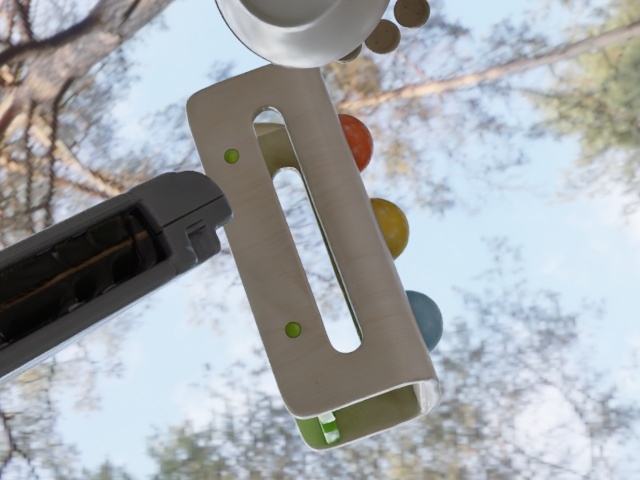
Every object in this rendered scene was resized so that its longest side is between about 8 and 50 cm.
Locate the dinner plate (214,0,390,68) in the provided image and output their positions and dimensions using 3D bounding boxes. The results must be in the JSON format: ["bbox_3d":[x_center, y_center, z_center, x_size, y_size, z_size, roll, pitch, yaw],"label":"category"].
[{"bbox_3d":[-0.016,-0.172,0.843,0.017,0.141,0.141,-12,-93,-54],"label":"dinner plate"}]

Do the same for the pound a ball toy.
[{"bbox_3d":[0.000,0.000,1.146,0.136,0.208,0.319,-19,-111,-1],"label":"pound a ball toy"}]

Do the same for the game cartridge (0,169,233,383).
[{"bbox_3d":[-0.189,0.063,0.668,0.297,0.198,0.062,-32,-84,-54],"label":"game cartridge"}]

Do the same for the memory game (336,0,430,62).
[{"bbox_3d":[0.031,-0.269,1.443,0.186,0.012,0.186,-1,-96,9],"label":"memory game"}]
